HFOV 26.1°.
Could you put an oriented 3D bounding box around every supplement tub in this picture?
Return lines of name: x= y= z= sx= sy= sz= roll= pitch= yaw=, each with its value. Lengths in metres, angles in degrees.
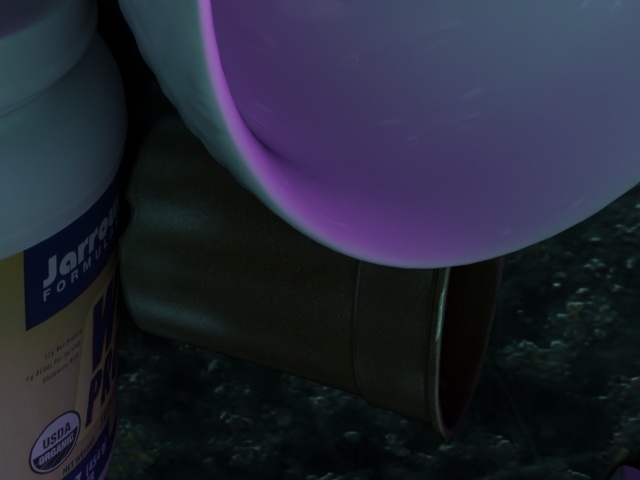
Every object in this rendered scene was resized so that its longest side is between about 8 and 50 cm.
supplement tub: x=-0.211 y=-0.001 z=0.679 sx=0.228 sy=0.228 sz=0.316 roll=12 pitch=128 yaw=5

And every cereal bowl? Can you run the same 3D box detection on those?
cereal bowl: x=0.060 y=-0.165 z=0.481 sx=0.141 sy=0.339 sz=0.339 roll=40 pitch=138 yaw=36

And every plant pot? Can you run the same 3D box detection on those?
plant pot: x=0.000 y=0.000 z=0.684 sx=0.165 sy=0.167 sz=0.167 roll=9 pitch=128 yaw=16

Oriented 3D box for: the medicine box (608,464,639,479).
medicine box: x=0.243 y=0.322 z=0.861 sx=0.263 sy=0.149 sz=0.289 roll=21 pitch=127 yaw=-3
